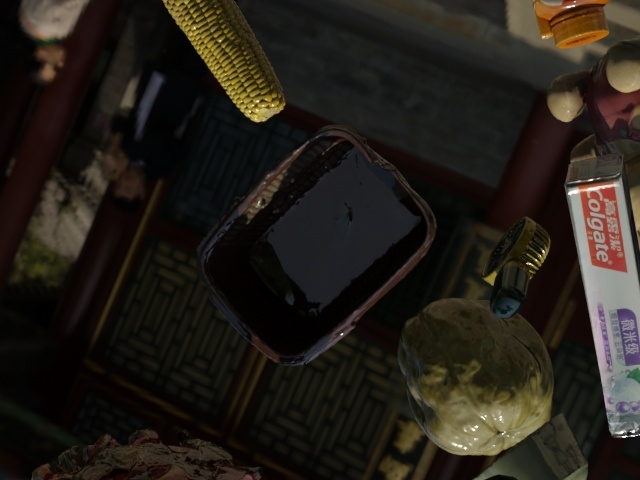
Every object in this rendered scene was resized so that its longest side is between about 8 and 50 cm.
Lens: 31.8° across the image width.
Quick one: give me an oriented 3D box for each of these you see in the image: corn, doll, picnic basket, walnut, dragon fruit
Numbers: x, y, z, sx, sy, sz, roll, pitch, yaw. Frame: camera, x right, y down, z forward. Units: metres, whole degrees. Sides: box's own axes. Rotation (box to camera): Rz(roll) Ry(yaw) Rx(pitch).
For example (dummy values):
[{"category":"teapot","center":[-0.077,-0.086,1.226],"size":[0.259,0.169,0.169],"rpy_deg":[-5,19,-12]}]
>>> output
[{"category":"corn","center":[-0.160,-0.337,1.875],"size":[0.305,0.106,0.106],"rpy_deg":[55,-174,1]},{"category":"doll","center":[0.326,-0.067,1.078],"size":[0.255,0.152,0.196],"rpy_deg":[68,-165,-1]},{"category":"picnic basket","center":[0.000,0.000,1.450],"size":[0.222,0.297,0.129],"rpy_deg":[47,-163,3]},{"category":"walnut","center":[0.276,0.243,2.014],"size":[0.282,0.253,0.277],"rpy_deg":[-2,-132,-43]},{"category":"dragon fruit","center":[-0.233,0.372,1.335],"size":[0.263,0.296,0.314],"rpy_deg":[12,-179,9]}]

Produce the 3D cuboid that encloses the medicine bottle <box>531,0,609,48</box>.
[{"category":"medicine bottle","center":[0.471,-0.486,2.128],"size":[0.149,0.222,0.112],"rpy_deg":[-14,176,16]}]

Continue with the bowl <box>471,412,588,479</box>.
[{"category":"bowl","center":[0.289,0.344,1.551],"size":[0.112,0.211,0.211],"rpy_deg":[50,-166,19]}]

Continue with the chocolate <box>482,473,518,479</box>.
[{"category":"chocolate","center":[0.152,0.292,1.038],"size":[0.125,0.080,0.148],"rpy_deg":[-7,134,12]}]

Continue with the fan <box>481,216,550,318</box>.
[{"category":"fan","center":[0.202,0.035,1.168],"size":[0.039,0.082,0.155],"rpy_deg":[35,-149,-4]}]

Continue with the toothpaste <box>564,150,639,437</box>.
[{"category":"toothpaste","center":[0.204,0.039,0.770],"size":[0.040,0.196,0.047],"rpy_deg":[-8,-158,19]}]
